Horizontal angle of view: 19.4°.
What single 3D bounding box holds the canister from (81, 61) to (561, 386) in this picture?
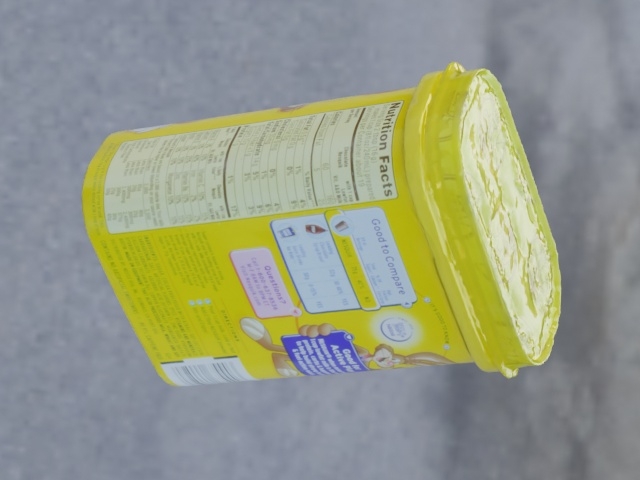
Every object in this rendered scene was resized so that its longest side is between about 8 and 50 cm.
[{"bbox_3d":[0.000,0.000,0.773,0.073,0.170,0.126,-67,142,-48],"label":"canister"}]
